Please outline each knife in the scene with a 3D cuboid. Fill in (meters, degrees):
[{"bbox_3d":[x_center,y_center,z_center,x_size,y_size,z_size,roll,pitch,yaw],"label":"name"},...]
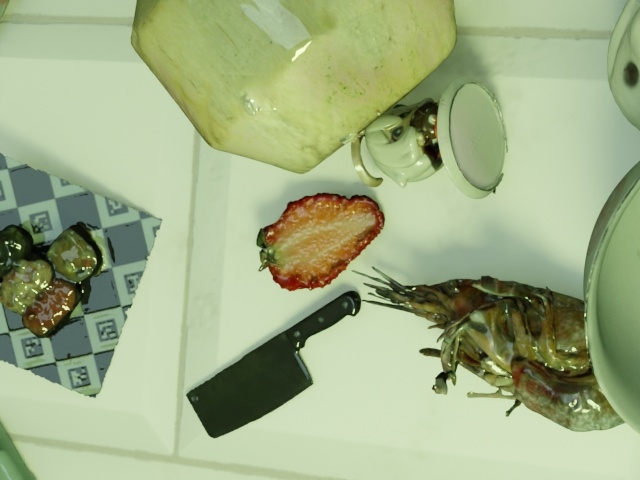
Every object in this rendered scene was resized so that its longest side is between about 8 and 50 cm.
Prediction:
[{"bbox_3d":[-0.043,0.141,2.010,0.245,0.019,0.072,-35,80,23],"label":"knife"}]

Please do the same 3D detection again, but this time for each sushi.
[{"bbox_3d":[-0.325,0.044,2.087,0.219,0.047,0.231,22,99,7],"label":"sushi"}]

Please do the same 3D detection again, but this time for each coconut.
[{"bbox_3d":[-0.045,-0.255,1.843,0.352,0.352,0.352,0,90,24],"label":"coconut"}]

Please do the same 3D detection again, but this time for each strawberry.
[{"bbox_3d":[0.001,0.001,1.975,0.152,0.048,0.104,-19,75,9],"label":"strawberry"}]

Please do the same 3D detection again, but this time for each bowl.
[{"bbox_3d":[0.373,0.020,1.719,0.345,0.345,0.157,-67,24,10],"label":"bowl"}]

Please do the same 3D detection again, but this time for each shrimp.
[{"bbox_3d":[0.176,0.105,1.858,0.343,0.116,0.145,20,83,23],"label":"shrimp"}]

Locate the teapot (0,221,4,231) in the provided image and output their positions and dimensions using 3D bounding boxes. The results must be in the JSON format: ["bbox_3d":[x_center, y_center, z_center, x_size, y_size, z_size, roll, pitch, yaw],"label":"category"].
[{"bbox_3d":[-0.392,0.017,2.145,0.083,0.049,0.063,-27,78,18],"label":"teapot"}]

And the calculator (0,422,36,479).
[{"bbox_3d":[-0.392,0.323,2.146,0.141,0.045,0.246,-39,75,19],"label":"calculator"}]

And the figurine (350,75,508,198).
[{"bbox_3d":[0.104,-0.097,1.899,0.153,0.132,0.132,-7,87,36],"label":"figurine"}]

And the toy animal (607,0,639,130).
[{"bbox_3d":[0.401,-0.228,1.731,0.289,0.174,0.249,-19,94,22],"label":"toy animal"}]

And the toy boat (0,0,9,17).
[{"bbox_3d":[-0.359,-0.366,2.129,0.206,0.096,0.282,46,119,24],"label":"toy boat"}]
